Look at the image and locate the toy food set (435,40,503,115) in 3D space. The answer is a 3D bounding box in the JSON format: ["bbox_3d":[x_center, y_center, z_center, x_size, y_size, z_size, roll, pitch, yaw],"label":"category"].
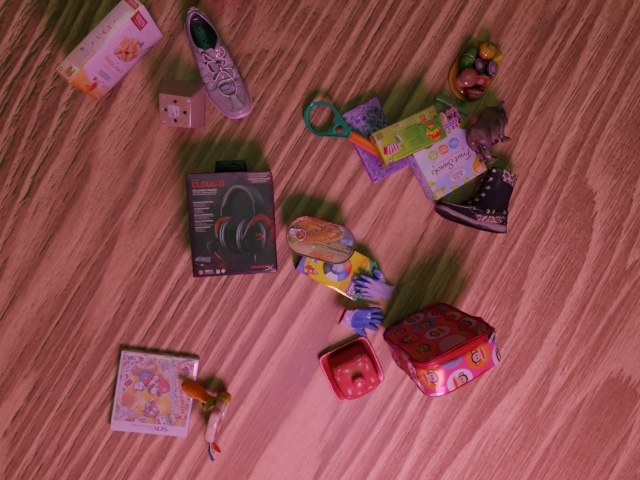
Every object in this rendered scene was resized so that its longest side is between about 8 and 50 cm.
[{"bbox_3d":[0.436,-0.466,1.142,0.128,0.071,0.218,30,91,-9],"label":"toy food set"}]

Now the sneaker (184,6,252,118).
[{"bbox_3d":[-0.269,-0.440,1.027,0.105,0.115,0.281,-30,98,-4],"label":"sneaker"}]

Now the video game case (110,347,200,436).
[{"bbox_3d":[-0.455,0.421,1.122,0.206,0.026,0.227,10,93,-9],"label":"video game case"}]

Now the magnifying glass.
[{"bbox_3d":[0.060,-0.298,1.107,0.230,0.026,0.092,30,105,3],"label":"magnifying glass"}]

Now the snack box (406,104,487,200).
[{"bbox_3d":[0.341,-0.244,1.149,0.174,0.070,0.207,-32,99,-4],"label":"snack box"}]

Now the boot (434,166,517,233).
[{"bbox_3d":[0.450,-0.129,1.168,0.236,0.085,0.179,16,91,-15],"label":"boot"}]

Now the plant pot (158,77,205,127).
[{"bbox_3d":[-0.351,-0.334,1.017,0.109,0.096,0.109,6,120,-9],"label":"plant pot"}]

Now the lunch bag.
[{"bbox_3d":[0.327,0.269,1.080,0.258,0.293,0.120,-24,99,-9],"label":"lunch bag"}]

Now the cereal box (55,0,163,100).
[{"bbox_3d":[-0.492,-0.451,0.969,0.047,0.173,0.240,44,89,-9],"label":"cereal box"}]

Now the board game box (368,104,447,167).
[{"bbox_3d":[0.231,-0.273,1.076,0.181,0.043,0.092,-26,94,-4],"label":"board game box"}]

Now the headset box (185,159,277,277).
[{"bbox_3d":[-0.228,-0.061,1.068,0.217,0.110,0.294,-3,95,-7],"label":"headset box"}]

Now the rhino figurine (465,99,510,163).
[{"bbox_3d":[0.473,-0.312,1.126,0.106,0.073,0.243,52,55,-15],"label":"rhino figurine"}]

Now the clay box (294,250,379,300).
[{"bbox_3d":[0.054,0.075,1.147,0.222,0.053,0.128,28,91,-8],"label":"clay box"}]

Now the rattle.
[{"bbox_3d":[-0.326,0.499,1.113,0.142,0.130,0.200,11,121,-13],"label":"rattle"}]

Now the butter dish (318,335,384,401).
[{"bbox_3d":[0.099,0.379,1.146,0.159,0.118,0.160,-25,97,-6],"label":"butter dish"}]

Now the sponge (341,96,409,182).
[{"bbox_3d":[0.151,-0.279,1.140,0.117,0.031,0.210,-29,99,-3],"label":"sponge"}]

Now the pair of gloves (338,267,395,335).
[{"bbox_3d":[0.138,0.177,1.152,0.159,0.023,0.198,19,96,-36],"label":"pair of gloves"}]

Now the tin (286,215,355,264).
[{"bbox_3d":[0.000,0.000,1.089,0.189,0.040,0.106,16,87,-7],"label":"tin"}]
